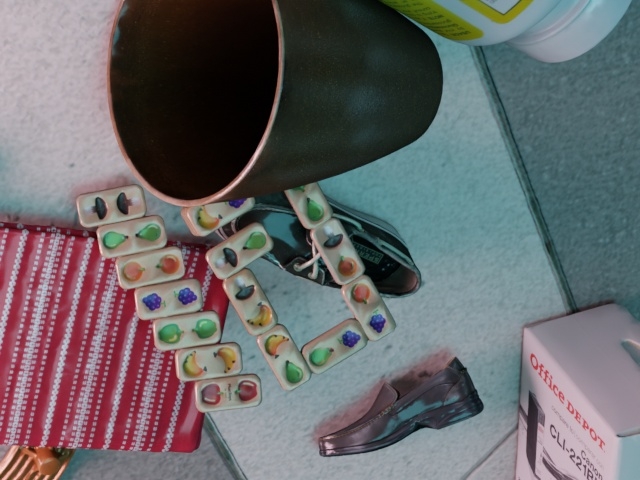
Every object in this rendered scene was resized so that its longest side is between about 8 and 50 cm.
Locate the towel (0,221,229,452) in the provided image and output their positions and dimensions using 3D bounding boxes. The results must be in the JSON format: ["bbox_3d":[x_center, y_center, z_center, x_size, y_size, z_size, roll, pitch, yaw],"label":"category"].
[{"bbox_3d":[-0.208,0.086,1.570,0.274,0.031,0.199,7,101,-30],"label":"towel"}]

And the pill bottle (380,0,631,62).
[{"bbox_3d":[0.094,-0.269,1.413,0.334,0.188,0.188,25,108,-36],"label":"pill bottle"}]

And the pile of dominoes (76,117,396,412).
[{"bbox_3d":[-0.069,0.021,1.545,0.196,0.040,0.251,-32,100,-10],"label":"pile of dominoes"}]

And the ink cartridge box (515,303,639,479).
[{"bbox_3d":[0.292,0.232,1.833,0.114,0.197,0.273,-13,125,-18],"label":"ink cartridge box"}]

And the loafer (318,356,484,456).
[{"bbox_3d":[0.073,0.169,1.786,0.170,0.062,0.061,-20,89,-5],"label":"loafer"}]

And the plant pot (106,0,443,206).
[{"bbox_3d":[-0.018,-0.133,1.459,0.230,0.215,0.215,0,122,-43],"label":"plant pot"}]

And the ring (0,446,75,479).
[{"bbox_3d":[-0.365,0.167,1.580,0.336,0.032,0.337,-13,126,-19],"label":"ring"}]

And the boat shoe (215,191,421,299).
[{"bbox_3d":[0.000,0.000,1.620,0.219,0.070,0.078,16,113,-33],"label":"boat shoe"}]
